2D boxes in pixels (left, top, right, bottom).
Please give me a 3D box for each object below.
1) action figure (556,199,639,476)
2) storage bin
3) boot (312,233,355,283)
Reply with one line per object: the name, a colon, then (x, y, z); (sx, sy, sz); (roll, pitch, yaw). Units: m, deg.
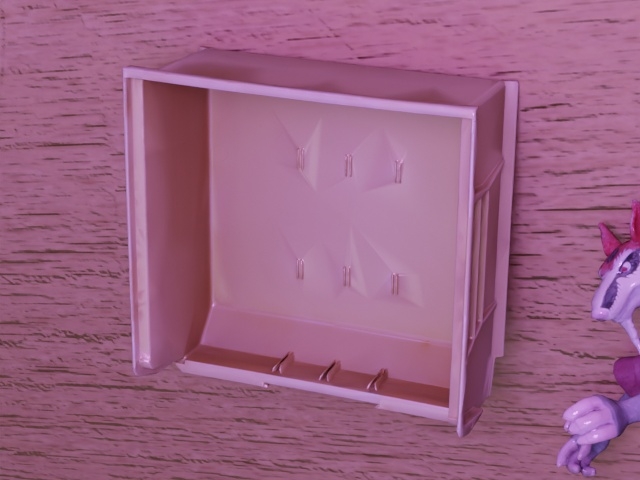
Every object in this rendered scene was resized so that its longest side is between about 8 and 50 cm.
action figure: (0.311, 0.135, 1.156); (0.275, 0.248, 0.370); (-23, 92, 3)
storage bin: (0.000, 0.000, 1.194); (0.262, 0.123, 0.260); (8, 111, 20)
boot: (0.029, 0.063, 1.331); (0.086, 0.069, 0.190); (-12, 112, 39)
